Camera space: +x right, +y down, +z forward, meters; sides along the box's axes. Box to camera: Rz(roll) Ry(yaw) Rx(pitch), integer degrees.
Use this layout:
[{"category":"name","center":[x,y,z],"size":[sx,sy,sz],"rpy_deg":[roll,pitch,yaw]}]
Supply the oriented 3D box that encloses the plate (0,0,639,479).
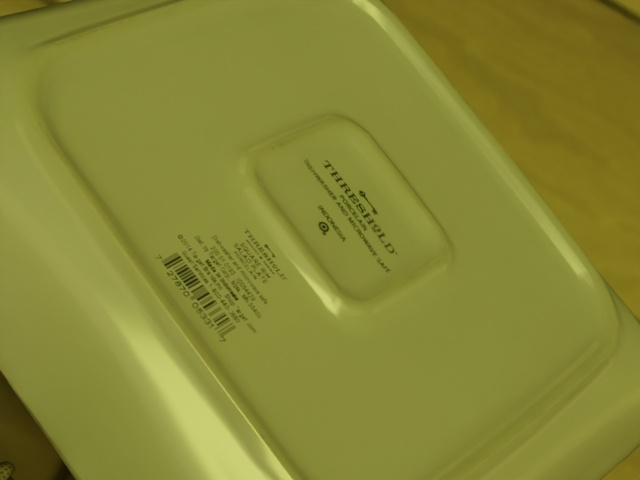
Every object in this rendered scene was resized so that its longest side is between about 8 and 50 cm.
[{"category":"plate","center":[0.000,0.000,0.535],"size":[0.278,0.045,0.277],"rpy_deg":[-28,78,-47]}]

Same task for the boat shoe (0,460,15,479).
[{"category":"boat shoe","center":[-0.150,0.126,0.503],"size":[0.119,0.122,0.324],"rpy_deg":[2,87,-27]}]
